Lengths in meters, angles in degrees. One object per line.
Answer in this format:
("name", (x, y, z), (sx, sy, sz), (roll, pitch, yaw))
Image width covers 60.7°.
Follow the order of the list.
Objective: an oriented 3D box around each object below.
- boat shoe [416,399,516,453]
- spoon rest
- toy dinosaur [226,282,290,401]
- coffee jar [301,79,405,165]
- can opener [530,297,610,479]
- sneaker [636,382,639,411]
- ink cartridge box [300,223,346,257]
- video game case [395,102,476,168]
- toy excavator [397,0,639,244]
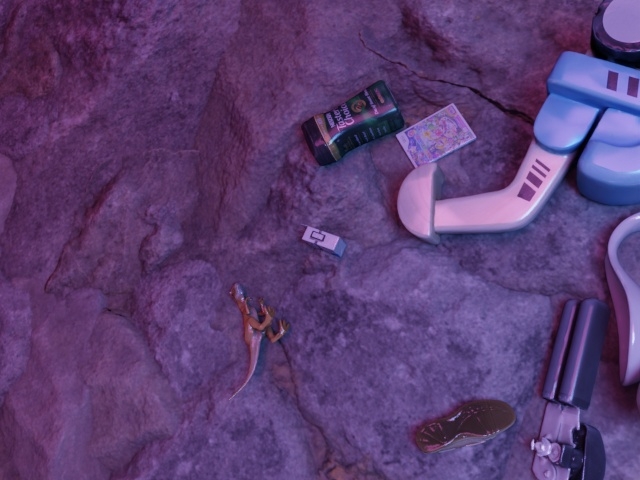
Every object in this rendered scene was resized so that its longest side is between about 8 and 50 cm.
("boat shoe", (0.222, 0.288, 0.835), (0.153, 0.048, 0.056), (-24, 54, 2))
("spoon rest", (0.452, 0.076, 0.792), (0.084, 0.137, 0.276), (9, 61, 28))
("toy dinosaur", (-0.116, 0.173, 0.981), (0.112, 0.064, 0.211), (-28, 55, 27))
("coffee jar", (0.059, -0.220, 1.038), (0.184, 0.079, 0.096), (-27, 66, 8))
("can opener", (0.372, 0.223, 0.798), (0.093, 0.074, 0.280), (18, 78, -12))
("sneaker", (0.554, 0.137, 0.698), (0.350, 0.148, 0.131), (-34, 69, 1))
("ink cartridge box", (0.000, 0.000, 0.998), (0.083, 0.048, 0.028), (20, 79, 24))
("video game case", (0.213, -0.192, 1.015), (0.122, 0.011, 0.087), (-29, 66, 7))
("toy excavator", (0.389, -0.137, 0.846), (0.433, 0.222, 0.445), (28, 91, 26))
